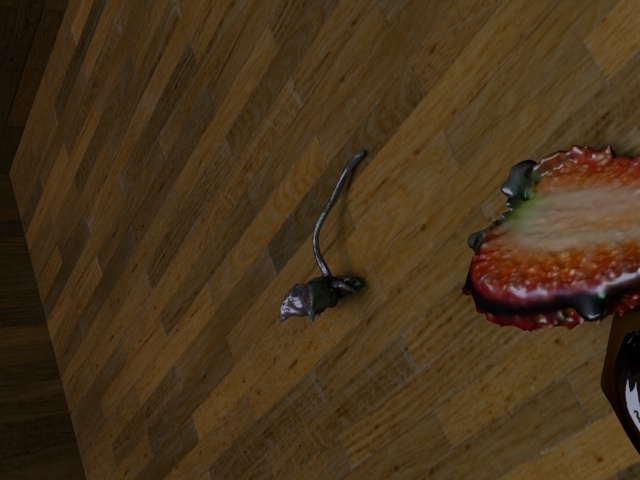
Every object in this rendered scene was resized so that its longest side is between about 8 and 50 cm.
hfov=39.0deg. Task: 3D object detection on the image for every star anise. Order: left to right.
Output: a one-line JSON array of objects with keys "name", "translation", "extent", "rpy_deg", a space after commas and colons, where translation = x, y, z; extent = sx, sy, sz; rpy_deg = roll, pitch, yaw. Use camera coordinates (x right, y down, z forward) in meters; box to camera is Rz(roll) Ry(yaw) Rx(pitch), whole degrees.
[{"name": "star anise", "translation": [0.000, 0.000, 1.404], "extent": [0.219, 0.148, 0.227], "rpy_deg": [-19, 88, 12]}]

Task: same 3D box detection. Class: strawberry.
[{"name": "strawberry", "translation": [0.303, 0.017, 0.931], "extent": [0.306, 0.137, 0.233], "rpy_deg": [10, 57, 53]}]

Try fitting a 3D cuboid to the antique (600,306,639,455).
[{"name": "antique", "translation": [0.387, 0.145, 0.858], "extent": [0.278, 0.129, 0.223], "rpy_deg": [33, 121, 52]}]
